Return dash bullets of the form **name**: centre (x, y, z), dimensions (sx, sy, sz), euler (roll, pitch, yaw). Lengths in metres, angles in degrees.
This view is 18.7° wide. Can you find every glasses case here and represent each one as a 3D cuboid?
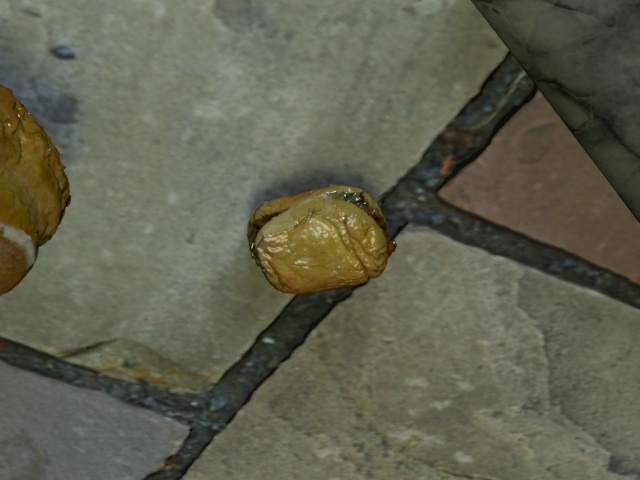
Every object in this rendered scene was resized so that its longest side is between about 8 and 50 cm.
- **glasses case**: centre (0.196, -0.068, 1.045), dimensions (0.114, 0.060, 0.299), euler (-24, 133, 23)

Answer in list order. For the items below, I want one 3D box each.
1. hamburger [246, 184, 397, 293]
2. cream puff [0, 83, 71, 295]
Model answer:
- **hamburger**: centre (0.000, 0.000, 1.130), dimensions (0.083, 0.044, 0.076), euler (-14, 135, 11)
- **cream puff**: centre (-0.218, -0.033, 1.036), dimensions (0.165, 0.115, 0.150), euler (14, 144, -30)
